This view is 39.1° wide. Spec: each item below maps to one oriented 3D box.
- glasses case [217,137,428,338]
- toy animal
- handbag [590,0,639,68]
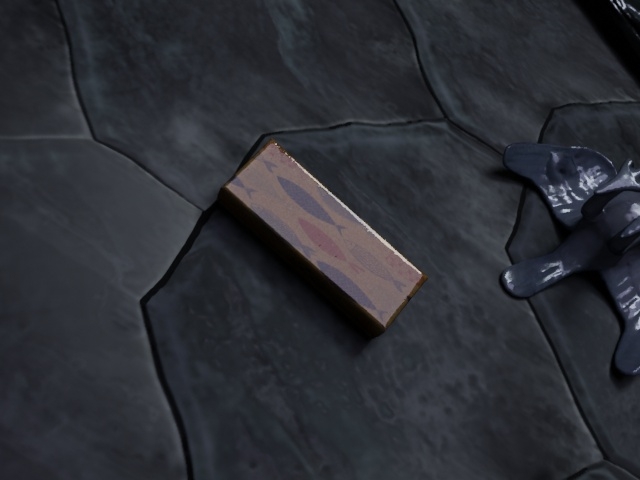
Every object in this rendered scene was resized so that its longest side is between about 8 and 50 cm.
[{"bbox_3d":[0.000,0.000,0.721,0.170,0.041,0.064,42,63,0],"label":"glasses case"},{"bbox_3d":[0.284,-0.002,0.852,0.255,0.176,0.239,-26,69,-1],"label":"toy animal"},{"bbox_3d":[0.432,-0.263,1.092,0.191,0.075,0.332,-27,80,-35],"label":"handbag"}]
